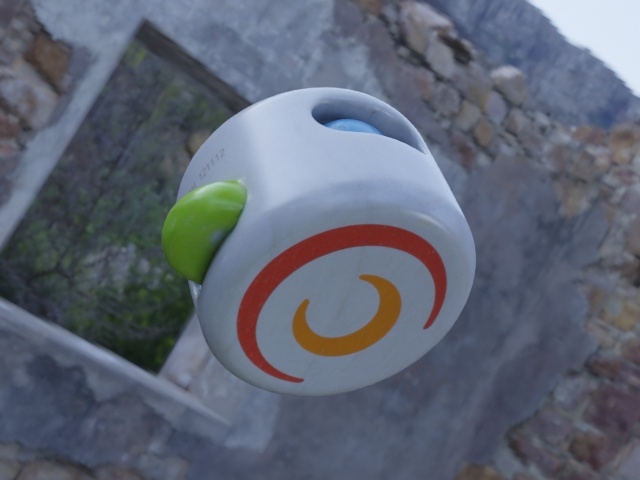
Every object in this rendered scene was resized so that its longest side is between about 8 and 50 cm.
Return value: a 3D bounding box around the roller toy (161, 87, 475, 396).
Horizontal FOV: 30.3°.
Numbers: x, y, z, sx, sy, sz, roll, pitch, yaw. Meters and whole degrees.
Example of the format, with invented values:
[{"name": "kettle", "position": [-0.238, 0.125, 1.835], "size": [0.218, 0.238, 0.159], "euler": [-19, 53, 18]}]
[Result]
[{"name": "roller toy", "position": [0.000, 0.000, 0.825], "size": [0.146, 0.191, 0.209], "euler": [-111, 179, -46]}]
